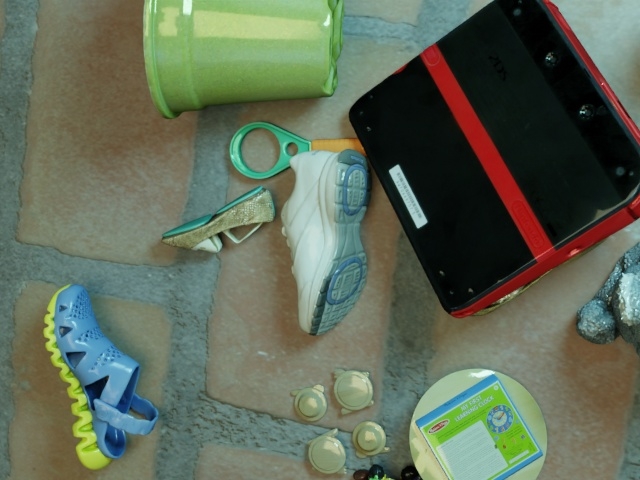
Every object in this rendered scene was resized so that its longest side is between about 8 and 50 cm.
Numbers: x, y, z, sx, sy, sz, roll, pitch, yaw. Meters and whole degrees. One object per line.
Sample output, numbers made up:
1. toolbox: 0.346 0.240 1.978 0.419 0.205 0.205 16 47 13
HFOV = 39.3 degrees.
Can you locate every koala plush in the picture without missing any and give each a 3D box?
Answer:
1. koala plush: 0.458 0.093 1.182 0.196 0.221 0.203 28 102 14

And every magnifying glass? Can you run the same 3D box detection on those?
1. magnifying glass: -0.036 -0.144 1.420 0.230 0.026 0.092 0 95 17

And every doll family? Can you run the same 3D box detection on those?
1. doll family: 0.125 0.391 1.396 0.192 0.076 0.112 -11 87 13

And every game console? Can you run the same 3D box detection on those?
1. game console: 0.245 -0.132 1.257 0.342 0.060 0.387 -35 62 22

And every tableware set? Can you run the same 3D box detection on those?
1. tableware set: 0.032 0.291 1.441 0.141 0.020 0.169 -17 90 17

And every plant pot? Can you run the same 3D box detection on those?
1. plant pot: -0.098 -0.309 1.322 0.253 0.276 0.276 5 96 5

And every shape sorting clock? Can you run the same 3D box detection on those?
1. shape sorting clock: 0.236 0.296 1.345 0.206 0.040 0.206 0 85 -2

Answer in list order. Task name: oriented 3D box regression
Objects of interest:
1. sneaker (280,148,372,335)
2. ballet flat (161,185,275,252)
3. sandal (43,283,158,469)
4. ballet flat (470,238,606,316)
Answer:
1. sneaker: 0.000 0.000 1.392 0.129 0.111 0.297 15 102 37
2. ballet flat: -0.163 -0.018 1.451 0.206 0.073 0.067 -23 102 22
3. sandal: -0.364 0.221 1.514 0.138 0.126 0.318 -14 99 15
4. ballet flat: 0.318 -0.008 1.274 0.348 0.123 0.123 -40 83 16
